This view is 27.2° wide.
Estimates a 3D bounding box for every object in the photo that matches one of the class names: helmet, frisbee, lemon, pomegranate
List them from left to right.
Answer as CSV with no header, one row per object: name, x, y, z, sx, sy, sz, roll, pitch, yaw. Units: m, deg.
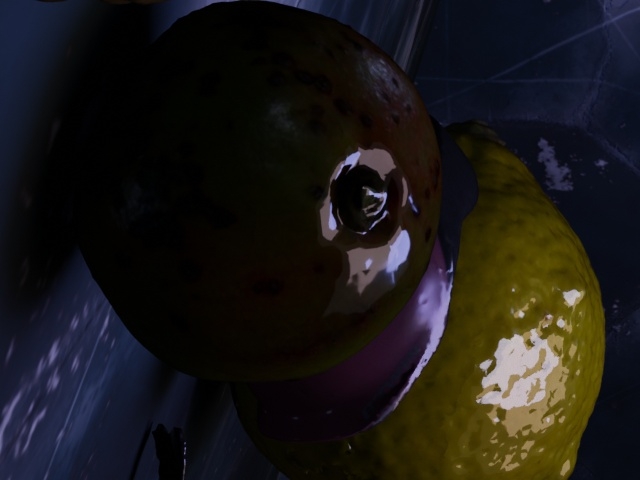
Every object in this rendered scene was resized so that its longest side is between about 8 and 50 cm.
frisbee,-0.105,0.227,0.972,0.211,0.012,0.187,14,-74,54
pomegranate,-0.034,-0.019,0.575,0.205,0.159,0.159,-10,-124,65
helmet,0.000,0.000,0.941,0.198,0.154,0.253,-9,-138,51
lemon,0.093,0.078,1.210,0.350,0.349,0.387,57,49,-84

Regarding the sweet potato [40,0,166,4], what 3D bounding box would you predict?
sweet potato,-0.058,-0.102,0.420,0.054,0.053,0.182,-51,-175,31
